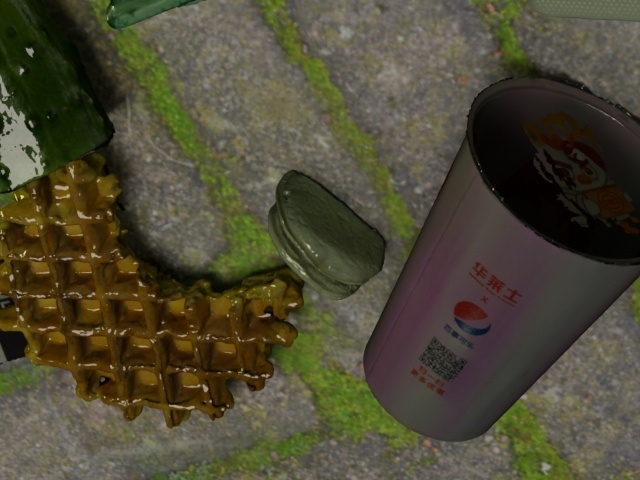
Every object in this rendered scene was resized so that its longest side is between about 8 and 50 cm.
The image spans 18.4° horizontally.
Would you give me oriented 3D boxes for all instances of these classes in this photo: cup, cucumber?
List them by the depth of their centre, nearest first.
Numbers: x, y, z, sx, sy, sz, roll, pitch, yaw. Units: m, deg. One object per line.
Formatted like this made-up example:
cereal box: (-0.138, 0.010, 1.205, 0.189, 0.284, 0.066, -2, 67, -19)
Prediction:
cup: (0.151, 0.030, 1.636, 0.203, 0.203, 0.288, 29, 132, -1)
cucumber: (-0.280, -0.166, 1.679, 0.134, 0.134, 0.244, -12, 114, 25)

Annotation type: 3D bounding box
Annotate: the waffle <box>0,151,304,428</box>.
waffle: (-0.173, 0.054, 1.821, 0.293, 0.069, 0.260, 34, 128, -9)

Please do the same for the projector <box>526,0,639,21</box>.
projector: (0.271, -0.252, 1.403, 0.243, 0.177, 0.163, 4, 125, 17)

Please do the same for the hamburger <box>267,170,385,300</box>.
hamburger: (-0.003, 0.002, 1.717, 0.121, 0.084, 0.054, 47, 125, -12)

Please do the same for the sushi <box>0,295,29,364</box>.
sushi: (-0.391, 0.040, 1.890, 0.192, 0.050, 0.215, -17, 126, 5)

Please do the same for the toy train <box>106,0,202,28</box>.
toy train: (-0.096, -0.299, 1.505, 0.266, 0.145, 0.202, -17, 123, 27)
